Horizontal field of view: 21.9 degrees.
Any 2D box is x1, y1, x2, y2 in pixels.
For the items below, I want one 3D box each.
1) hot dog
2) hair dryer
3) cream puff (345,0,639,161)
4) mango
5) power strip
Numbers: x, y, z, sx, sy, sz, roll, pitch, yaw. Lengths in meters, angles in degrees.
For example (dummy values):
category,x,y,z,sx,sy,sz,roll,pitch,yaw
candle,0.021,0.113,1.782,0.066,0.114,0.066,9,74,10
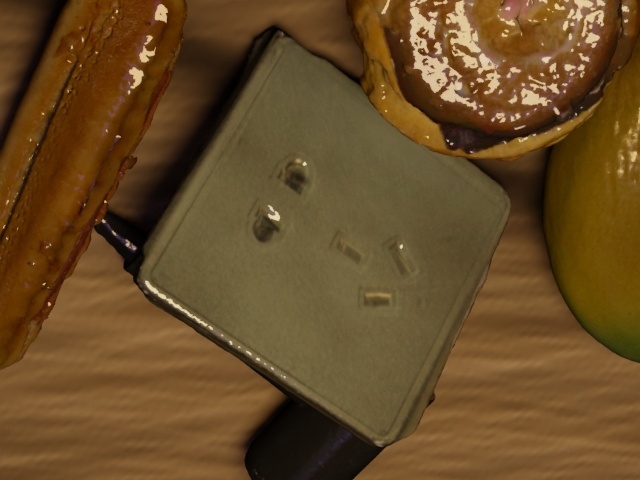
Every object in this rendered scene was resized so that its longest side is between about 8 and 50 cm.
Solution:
category,x,y,z,sx,sy,sz,roll,pitch,yaw
hot dog,-0.162,-0.043,1.011,0.088,0.061,0.286,36,110,5
hair dryer,-0.059,0.071,1.092,0.255,0.070,0.128,38,104,-15
cream puff,0.101,-0.138,0.978,0.189,0.129,0.189,-2,105,-7
mango,0.209,-0.032,1.066,0.137,0.091,0.237,14,111,-9
power strip,0.000,0.000,1.044,0.213,0.064,0.198,36,69,-20
